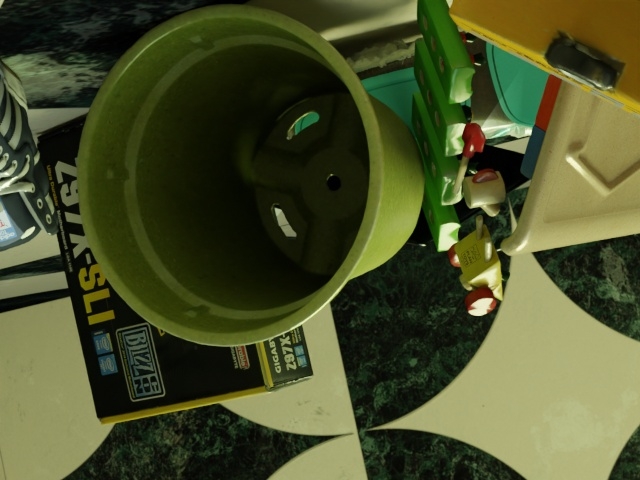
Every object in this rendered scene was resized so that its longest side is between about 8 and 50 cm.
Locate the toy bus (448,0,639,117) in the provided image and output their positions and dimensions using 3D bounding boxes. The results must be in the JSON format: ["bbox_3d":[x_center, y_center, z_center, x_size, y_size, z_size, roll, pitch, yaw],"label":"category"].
[{"bbox_3d":[0.259,-0.128,1.027,0.333,0.108,0.130,28,-175,7],"label":"toy bus"}]

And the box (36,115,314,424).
[{"bbox_3d":[-0.157,0.013,1.523,0.257,0.322,0.079,-15,177,41],"label":"box"}]

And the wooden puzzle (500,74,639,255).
[{"bbox_3d":[0.305,-0.157,1.264,0.322,0.347,0.080,-8,-143,-38],"label":"wooden puzzle"}]

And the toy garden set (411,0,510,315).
[{"bbox_3d":[0.132,-0.074,1.311,0.049,0.203,0.244,-11,142,-7],"label":"toy garden set"}]

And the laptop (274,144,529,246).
[{"bbox_3d":[0.000,0.000,1.723,0.408,0.236,0.382,-48,169,31],"label":"laptop"}]

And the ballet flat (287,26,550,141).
[{"bbox_3d":[0.156,-0.173,1.477,0.409,0.147,0.147,-10,176,7],"label":"ballet flat"}]

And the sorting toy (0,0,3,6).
[{"bbox_3d":[-0.250,-0.156,1.017,0.083,0.045,0.075,-8,155,-46],"label":"sorting toy"}]

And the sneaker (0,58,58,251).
[{"bbox_3d":[-0.287,-0.070,1.198,0.099,0.153,0.282,-13,175,3],"label":"sneaker"}]

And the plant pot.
[{"bbox_3d":[-0.030,-0.053,1.300,0.276,0.276,0.254,-14,174,23],"label":"plant pot"}]
